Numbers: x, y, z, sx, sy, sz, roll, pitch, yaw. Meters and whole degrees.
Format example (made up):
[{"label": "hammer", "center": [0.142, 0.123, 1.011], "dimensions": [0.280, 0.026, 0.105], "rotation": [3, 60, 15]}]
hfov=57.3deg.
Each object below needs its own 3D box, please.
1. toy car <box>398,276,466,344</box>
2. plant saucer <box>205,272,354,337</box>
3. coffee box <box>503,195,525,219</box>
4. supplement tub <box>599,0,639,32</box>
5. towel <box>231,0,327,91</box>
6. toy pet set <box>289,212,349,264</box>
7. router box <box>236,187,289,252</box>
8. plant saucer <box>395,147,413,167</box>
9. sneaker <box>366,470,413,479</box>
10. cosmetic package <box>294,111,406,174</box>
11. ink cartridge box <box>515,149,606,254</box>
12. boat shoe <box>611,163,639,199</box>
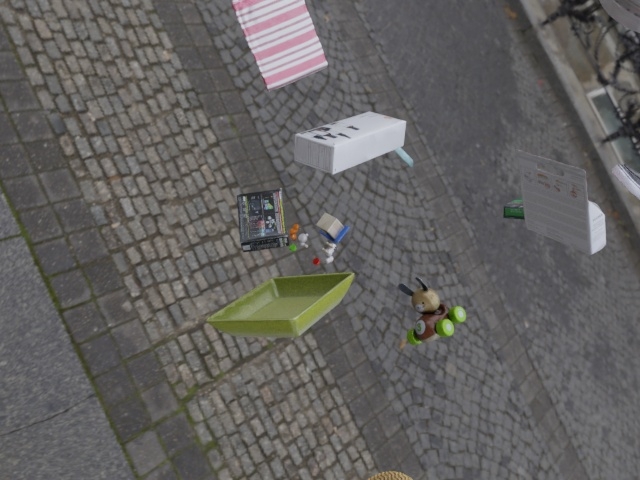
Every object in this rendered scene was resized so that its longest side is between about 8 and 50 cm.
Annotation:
[{"label": "toy car", "center": [0.314, 0.201, 1.778], "dimensions": [0.149, 0.155, 0.188], "rotation": [-35, 93, -41]}, {"label": "plant saucer", "center": [-0.059, 0.112, 0.972], "dimensions": [0.188, 0.189, 0.045], "rotation": [-32, 110, -52]}, {"label": "coffee box", "center": [0.604, -0.095, 1.667], "dimensions": [0.184, 0.113, 0.040], "rotation": [-20, 111, -49]}, {"label": "supplement tub", "center": [0.708, -0.582, 1.114], "dimensions": [0.236, 0.324, 0.235], "rotation": [4, 59, -6]}, {"label": "towel", "center": [-0.083, -0.425, 1.214], "dimensions": [0.144, 0.029, 0.197], "rotation": [-24, 102, -6]}, {"label": "toy pet set", "center": [0.000, 0.000, 1.249], "dimensions": [0.114, 0.122, 0.065], "rotation": [-53, 138, -7]}, {"label": "router box", "center": [-0.113, -0.040, 1.149], "dimensions": [0.092, 0.038, 0.122], "rotation": [-8, 56, -1]}, {"label": "plant saucer", "center": [0.266, -0.286, 1.917], "dimensions": [0.119, 0.021, 0.119], "rotation": [42, 13, -12]}, {"label": "sneaker", "center": [0.095, 0.507, 1.125], "dimensions": [0.186, 0.083, 0.069], "rotation": [-17, 46, -11]}, {"label": "cosmetic package", "center": [0.064, -0.200, 1.165], "dimensions": [0.239, 0.099, 0.060], "rotation": [-28, 133, -44]}, {"label": "ink cartridge box", "center": [0.544, -0.096, 1.327], "dimensions": [0.066, 0.189, 0.232], "rotation": [-31, 125, -20]}, {"label": "boat shoe", "center": [0.756, -0.113, 1.308], "dimensions": [0.229, 0.076, 0.080], "rotation": [35, 29, -8]}]
